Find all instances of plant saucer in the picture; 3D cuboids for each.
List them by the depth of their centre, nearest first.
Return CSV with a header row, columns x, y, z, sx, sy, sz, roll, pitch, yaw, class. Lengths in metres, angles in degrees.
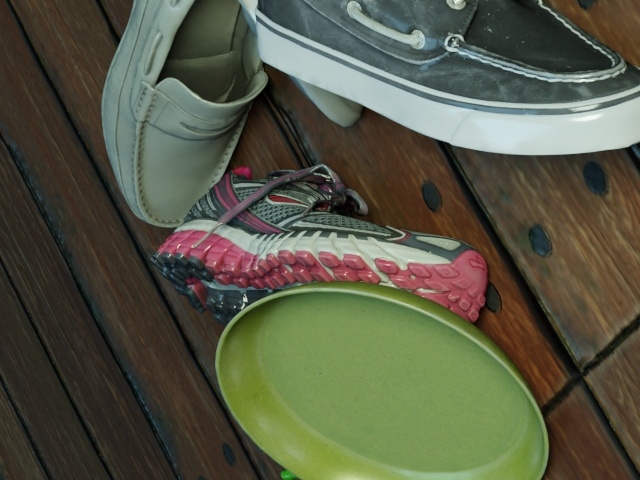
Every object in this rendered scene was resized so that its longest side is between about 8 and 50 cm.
x,y,z,sx,sy,sz,roll,pitch,yaw,class
0.045,0.106,1.334,0.241,0.037,0.241,14,138,13,plant saucer

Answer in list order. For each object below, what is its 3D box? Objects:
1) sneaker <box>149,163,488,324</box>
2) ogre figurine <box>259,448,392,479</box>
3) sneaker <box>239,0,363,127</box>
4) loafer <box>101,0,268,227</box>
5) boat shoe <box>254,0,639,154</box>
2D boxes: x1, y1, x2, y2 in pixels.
x,y,z,sx,sy,sz,roll,pitch,yaw,class
0.000,0.000,1.390,0.299,0.112,0.121,10,149,45,sneaker
0.002,0.144,1.493,0.118,0.097,0.197,65,172,-30,ogre figurine
-0.011,-0.176,1.330,0.212,0.094,0.080,57,175,-27,sneaker
-0.098,-0.126,1.468,0.111,0.112,0.319,56,149,40,loafer
0.075,-0.133,1.150,0.301,0.108,0.102,25,128,42,boat shoe
